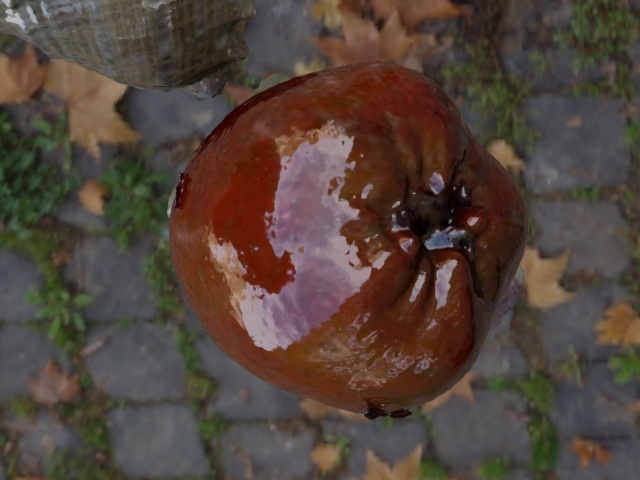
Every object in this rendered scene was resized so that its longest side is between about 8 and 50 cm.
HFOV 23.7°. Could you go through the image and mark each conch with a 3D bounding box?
[{"bbox_3d":[-0.153,-0.238,1.350,0.210,0.352,0.297,42,146,14],"label":"conch"}]

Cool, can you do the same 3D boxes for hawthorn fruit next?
[{"bbox_3d":[0.000,0.000,0.813,0.202,0.185,0.185,-5,130,47],"label":"hawthorn fruit"}]

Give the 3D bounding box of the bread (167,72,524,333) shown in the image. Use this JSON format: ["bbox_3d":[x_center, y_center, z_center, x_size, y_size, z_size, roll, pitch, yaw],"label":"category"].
[{"bbox_3d":[0.025,-0.002,1.531,0.338,0.155,0.187,39,95,-17],"label":"bread"}]
